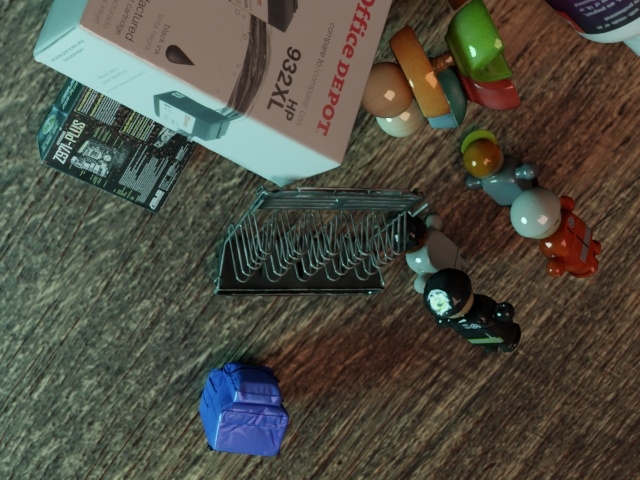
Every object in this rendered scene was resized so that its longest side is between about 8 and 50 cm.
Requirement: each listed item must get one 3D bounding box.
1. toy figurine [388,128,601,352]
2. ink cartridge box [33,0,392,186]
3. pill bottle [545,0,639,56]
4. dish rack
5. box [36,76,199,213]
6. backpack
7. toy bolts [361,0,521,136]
[{"bbox_3d":[0.193,0.000,1.638,0.213,0.209,0.148,-44,131,11],"label":"toy figurine"},{"bbox_3d":[-0.099,-0.225,1.426,0.307,0.129,0.223,27,70,-26],"label":"ink cartridge box"},{"bbox_3d":[0.289,-0.337,1.498,0.323,0.181,0.181,37,103,-28],"label":"pill bottle"},{"bbox_3d":[0.000,0.000,1.582,0.208,0.271,0.074,-1,75,-16],"label":"dish rack"},{"bbox_3d":[-0.203,-0.143,1.528,0.147,0.077,0.180,23,109,-26],"label":"box"},{"bbox_3d":[-0.092,0.200,1.723,0.098,0.120,0.101,14,103,-19],"label":"backpack"},{"bbox_3d":[0.110,-0.209,1.549,0.158,0.218,0.228,-25,157,7],"label":"toy bolts"}]
